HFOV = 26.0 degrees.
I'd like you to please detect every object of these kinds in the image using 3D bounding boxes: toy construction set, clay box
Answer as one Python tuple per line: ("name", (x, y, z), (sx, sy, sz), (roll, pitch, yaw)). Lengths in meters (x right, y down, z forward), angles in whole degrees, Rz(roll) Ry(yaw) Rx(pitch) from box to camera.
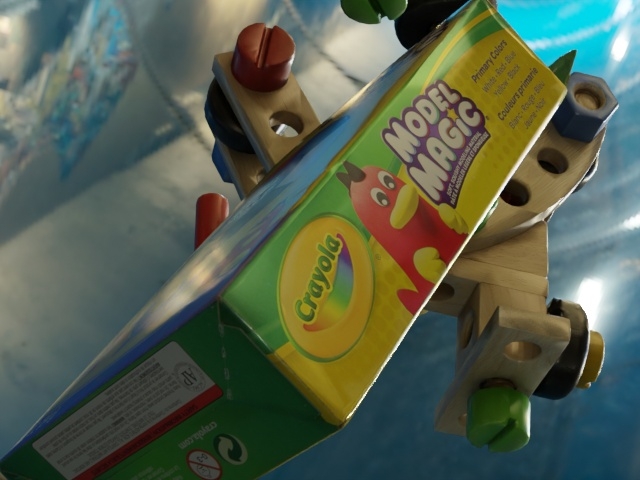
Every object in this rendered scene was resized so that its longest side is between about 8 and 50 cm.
("toy construction set", (0.028, 0.020, 0.829), (0.257, 0.309, 0.237), (22, -127, -33))
("clay box", (0.000, 0.000, 0.463), (0.053, 0.127, 0.222), (46, -138, -8))
